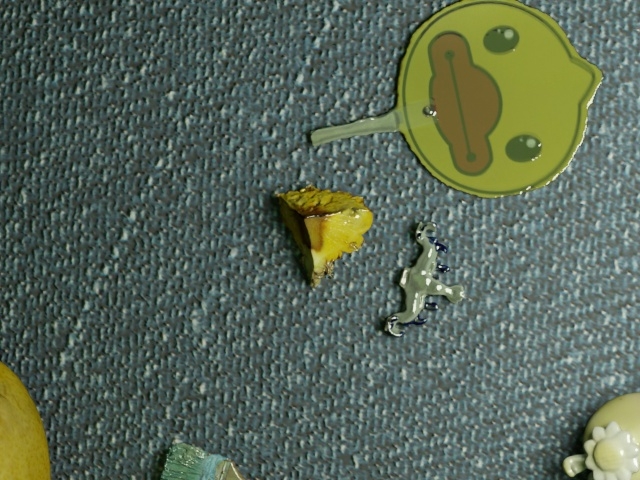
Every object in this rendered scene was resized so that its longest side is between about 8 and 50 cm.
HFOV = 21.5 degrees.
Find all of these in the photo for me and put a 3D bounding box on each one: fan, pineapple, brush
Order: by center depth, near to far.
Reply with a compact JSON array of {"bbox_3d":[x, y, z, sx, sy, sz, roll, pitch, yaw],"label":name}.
[{"bbox_3d":[0.000,0.000,1.878,0.114,0.077,0.114,5,102,11],"label":"pineapple"},{"bbox_3d":[0.151,-0.153,1.891,0.335,0.011,0.229,-12,87,5],"label":"fan"},{"bbox_3d":[-0.085,0.285,1.903,0.196,0.021,0.070,15,92,6],"label":"brush"}]

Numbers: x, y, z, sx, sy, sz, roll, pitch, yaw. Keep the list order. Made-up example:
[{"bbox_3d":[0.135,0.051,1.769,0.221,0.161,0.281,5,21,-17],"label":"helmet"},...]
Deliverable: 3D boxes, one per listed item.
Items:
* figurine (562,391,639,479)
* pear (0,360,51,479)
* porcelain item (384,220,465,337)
[{"bbox_3d":[0.435,0.148,1.791,0.394,0.226,0.274,-32,54,16],"label":"figurine"},{"bbox_3d":[-0.441,0.265,1.808,0.314,0.314,0.314,0,89,7],"label":"pear"},{"bbox_3d":[0.126,0.051,1.883,0.075,0.021,0.136,19,91,7],"label":"porcelain item"}]
